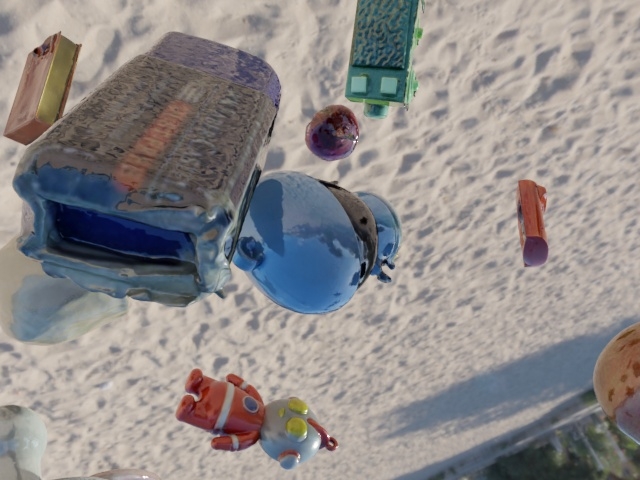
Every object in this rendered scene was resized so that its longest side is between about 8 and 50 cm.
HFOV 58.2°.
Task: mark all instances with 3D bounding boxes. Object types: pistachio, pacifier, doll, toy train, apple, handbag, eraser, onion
[{"bbox_3d":[-0.423,0.070,0.952,0.226,0.207,0.332,36,141,-28],"label":"pistachio"},{"bbox_3d":[-0.351,0.332,0.669,0.332,0.220,0.273,-5,-170,-35],"label":"pacifier"},{"bbox_3d":[0.000,0.000,0.700,0.141,0.177,0.314,-39,164,29],"label":"doll"},{"bbox_3d":[0.137,-0.399,1.230,0.159,0.271,0.188,9,-172,11],"label":"toy train"},{"bbox_3d":[0.521,0.215,0.870,0.188,0.188,0.173,-3,120,-36],"label":"apple"},{"bbox_3d":[-0.512,-0.281,1.061,0.127,0.190,0.063,-10,154,38],"label":"handbag"},{"bbox_3d":[-0.123,-0.086,0.516,0.155,0.332,0.101,16,125,-5],"label":"eraser"},{"bbox_3d":[-0.117,0.361,1.152,0.337,0.199,0.105,24,116,-11],"label":"doll"},{"bbox_3d":[0.045,-0.262,1.449,0.150,0.140,0.150,-14,121,-23],"label":"onion"}]

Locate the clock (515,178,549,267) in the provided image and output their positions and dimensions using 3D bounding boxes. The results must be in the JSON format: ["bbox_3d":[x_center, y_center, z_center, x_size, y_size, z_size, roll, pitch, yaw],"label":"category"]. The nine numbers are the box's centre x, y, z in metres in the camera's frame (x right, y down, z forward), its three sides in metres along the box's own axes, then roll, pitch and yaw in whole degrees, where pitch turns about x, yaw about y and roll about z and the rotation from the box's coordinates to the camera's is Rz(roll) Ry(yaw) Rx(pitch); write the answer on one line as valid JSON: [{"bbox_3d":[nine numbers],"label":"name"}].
[{"bbox_3d":[0.440,-0.033,1.187,0.061,0.155,0.113,-2,144,16],"label":"clock"}]
